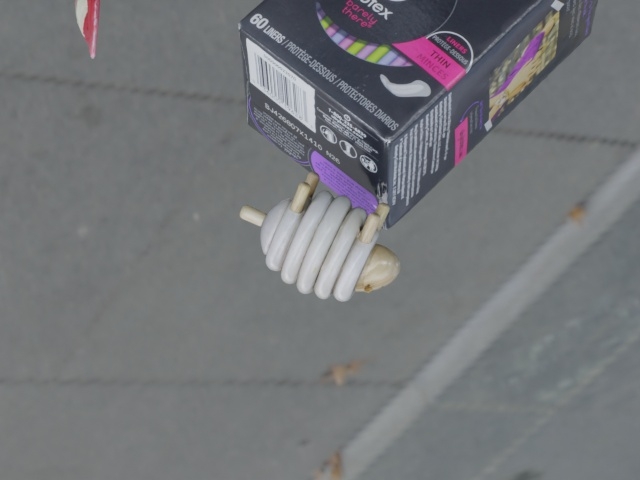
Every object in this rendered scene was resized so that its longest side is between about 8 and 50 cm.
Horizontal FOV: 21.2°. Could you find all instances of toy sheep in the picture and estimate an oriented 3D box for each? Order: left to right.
[{"bbox_3d":[0.000,0.000,1.323,0.132,0.091,0.091,25,146,9],"label":"toy sheep"}]

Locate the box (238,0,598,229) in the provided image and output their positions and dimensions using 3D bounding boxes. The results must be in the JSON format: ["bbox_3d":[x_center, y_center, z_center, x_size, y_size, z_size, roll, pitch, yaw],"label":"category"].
[{"bbox_3d":[0.084,-0.171,1.381,0.270,0.165,0.143,-44,159,-21],"label":"box"}]

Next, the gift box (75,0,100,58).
[{"bbox_3d":[-0.157,-0.218,0.550,0.258,0.276,0.255,2,132,-12],"label":"gift box"}]
